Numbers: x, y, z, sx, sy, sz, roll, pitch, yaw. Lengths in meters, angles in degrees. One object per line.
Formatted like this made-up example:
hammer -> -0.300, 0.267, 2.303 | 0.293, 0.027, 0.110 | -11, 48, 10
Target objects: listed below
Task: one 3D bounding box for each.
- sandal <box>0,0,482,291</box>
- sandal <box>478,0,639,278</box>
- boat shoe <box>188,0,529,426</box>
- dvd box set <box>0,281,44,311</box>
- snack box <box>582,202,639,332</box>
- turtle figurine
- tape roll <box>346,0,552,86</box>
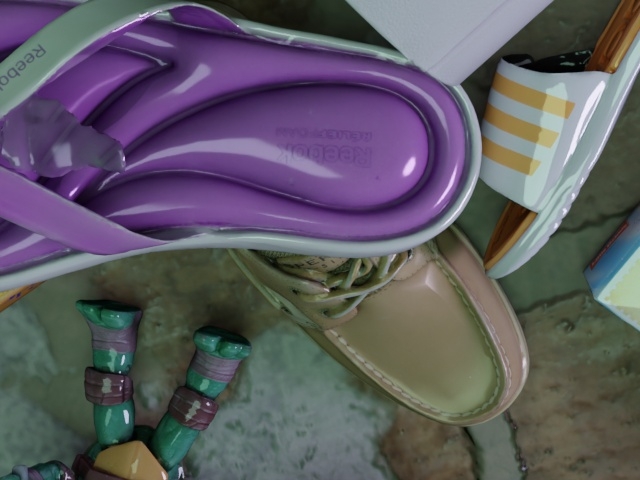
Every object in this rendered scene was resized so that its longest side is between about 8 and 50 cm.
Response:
sandal -> -0.106, -0.063, 0.877 | 0.416, 0.102, 0.169 | -4, 87, -15
sandal -> 0.148, -0.105, 0.991 | 0.076, 0.102, 0.265 | 28, 98, -5
boat shoe -> 0.000, 0.000, 1.018 | 0.121, 0.110, 0.341 | -42, 101, 13
dvd box set -> -0.331, -0.037, 0.912 | 0.420, 0.062, 0.307 | -37, 88, -17
snack box -> 0.351, 0.050, 1.043 | 0.322, 0.060, 0.187 | 36, 104, -9
turtle figurine -> -0.128, 0.164, 1.075 | 0.175, 0.118, 0.234 | 13, 93, -16
tape roll -> 0.053, -0.226, 0.875 | 0.169, 0.246, 0.246 | -41, 102, 14
